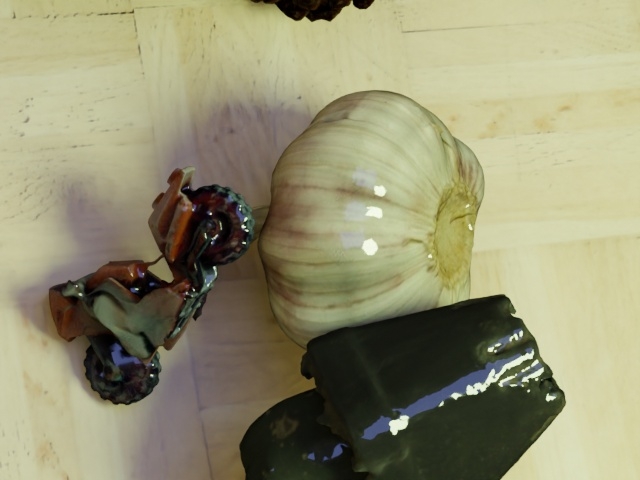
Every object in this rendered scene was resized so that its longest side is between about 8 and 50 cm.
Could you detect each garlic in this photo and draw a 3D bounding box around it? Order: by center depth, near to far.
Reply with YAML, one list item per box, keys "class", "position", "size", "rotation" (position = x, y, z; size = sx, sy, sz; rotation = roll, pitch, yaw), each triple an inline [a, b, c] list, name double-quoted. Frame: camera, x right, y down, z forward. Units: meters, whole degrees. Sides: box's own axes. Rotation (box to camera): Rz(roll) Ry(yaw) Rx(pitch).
- class: "garlic"
  position: [0.000, 0.000, 1.625]
  size: [0.253, 0.245, 0.245]
  rotation: [-2, 72, 22]

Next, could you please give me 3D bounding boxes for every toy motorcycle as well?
- class: "toy motorcycle"
  position: [-0.145, 0.030, 1.571]
  size: [0.118, 0.084, 0.212]
  rotation: [38, 109, 9]

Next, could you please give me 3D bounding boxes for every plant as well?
- class: "plant"
  position: [0.061, 0.146, 1.501]
  size: [0.256, 0.142, 0.164]
  rotation: [-30, 129, 8]

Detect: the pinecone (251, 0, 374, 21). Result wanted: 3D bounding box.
- class: "pinecone"
  position: [0.009, -0.275, 1.705]
  size: [0.165, 0.163, 0.163]
  rotation: [-18, 82, -48]
